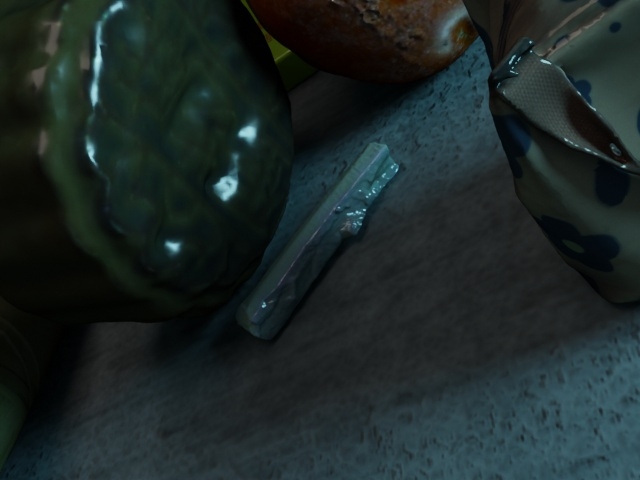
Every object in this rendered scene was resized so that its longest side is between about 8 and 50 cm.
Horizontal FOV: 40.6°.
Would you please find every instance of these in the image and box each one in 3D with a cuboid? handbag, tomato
[{"bbox_3d":[0.201,-0.113,0.453,0.251,0.193,0.190,-30,44,22],"label":"handbag"},{"bbox_3d":[0.030,-0.230,0.704,0.189,0.232,0.232,-62,36,11],"label":"tomato"}]

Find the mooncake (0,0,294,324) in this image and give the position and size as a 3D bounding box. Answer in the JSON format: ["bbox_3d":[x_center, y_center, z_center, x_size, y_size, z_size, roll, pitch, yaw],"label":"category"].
[{"bbox_3d":[-0.144,-0.074,0.677,0.161,0.290,0.290,-4,54,32],"label":"mooncake"}]

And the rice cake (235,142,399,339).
[{"bbox_3d":[0.000,0.000,0.674,0.180,0.030,0.042,-53,33,-8],"label":"rice cake"}]

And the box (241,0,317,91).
[{"bbox_3d":[-0.120,-0.259,0.966,0.187,0.047,0.335,-31,50,20],"label":"box"}]

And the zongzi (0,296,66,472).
[{"bbox_3d":[-0.421,0.143,0.857,0.447,0.181,0.418,-23,28,32],"label":"zongzi"}]
